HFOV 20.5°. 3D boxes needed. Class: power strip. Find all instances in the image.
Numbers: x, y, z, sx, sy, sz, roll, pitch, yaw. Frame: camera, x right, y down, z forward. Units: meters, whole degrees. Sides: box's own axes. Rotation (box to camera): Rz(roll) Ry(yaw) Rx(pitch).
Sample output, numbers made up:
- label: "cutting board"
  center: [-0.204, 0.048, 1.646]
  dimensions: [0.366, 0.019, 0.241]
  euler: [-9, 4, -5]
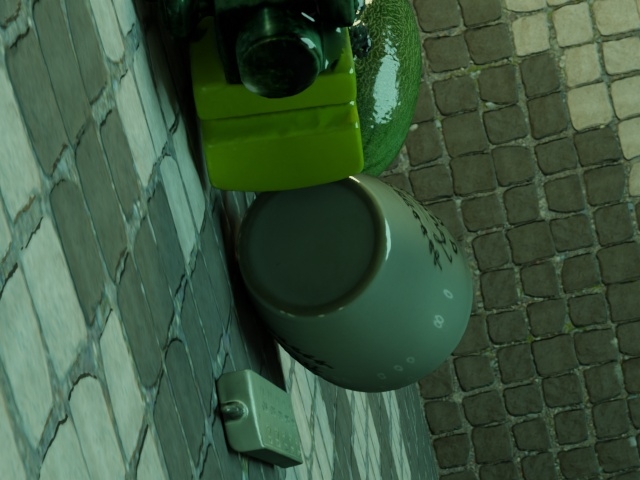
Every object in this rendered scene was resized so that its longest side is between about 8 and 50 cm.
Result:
- label: "power strip"
  center: [-0.046, 0.141, 1.385]
  dimensions: [0.252, 0.027, 0.060]
  euler: [54, 24, -77]

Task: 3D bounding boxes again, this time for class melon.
- label: "melon"
  center: [0.021, -0.188, 1.936]
  dimensions: [0.182, 0.182, 0.287]
  euler: [69, 28, -57]

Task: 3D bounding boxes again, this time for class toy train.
- label: "toy train"
  center: [-0.053, -0.241, 1.491]
  dimensions: [0.272, 0.179, 0.442]
  euler: [83, -1, -48]

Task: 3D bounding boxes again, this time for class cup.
- label: "cup"
  center: [0.000, 0.000, 1.585]
  dimensions: [0.258, 0.186, 0.234]
  euler: [50, 4, 22]

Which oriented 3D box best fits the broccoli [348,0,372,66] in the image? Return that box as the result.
- label: "broccoli"
  center: [-0.058, -0.285, 1.785]
  dimensions: [0.165, 0.146, 0.304]
  euler: [82, -14, -56]
